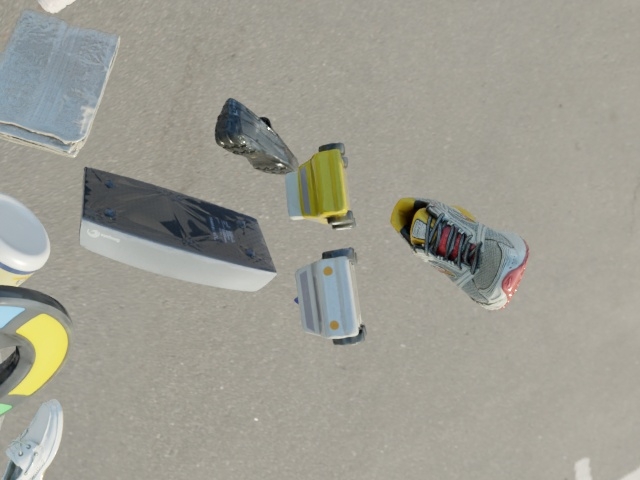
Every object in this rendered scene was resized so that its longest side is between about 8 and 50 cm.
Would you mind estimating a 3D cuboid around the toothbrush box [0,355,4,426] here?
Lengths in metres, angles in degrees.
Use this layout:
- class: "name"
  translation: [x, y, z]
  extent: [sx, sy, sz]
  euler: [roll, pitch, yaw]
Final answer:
- class: "toothbrush box"
  translation: [-0.696, 0.273, 1.192]
  extent: [0.295, 0.216, 0.126]
  euler: [-9, 94, -19]

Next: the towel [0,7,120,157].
- class: "towel"
  translation: [-0.484, -0.289, 1.275]
  extent: [0.187, 0.049, 0.282]
  euler: [15, 61, -13]

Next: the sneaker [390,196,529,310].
- class: "sneaker"
  translation: [0.147, 0.009, 0.796]
  extent: [0.092, 0.225, 0.088]
  euler: [17, 100, -24]

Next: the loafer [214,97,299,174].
- class: "loafer"
  translation: [-0.095, -0.164, 1.168]
  extent: [0.223, 0.076, 0.078]
  euler: [28, 67, -62]

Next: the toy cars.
- class: "toy cars"
  translation: [0.000, 0.000, 0.867]
  extent: [0.087, 0.394, 0.176]
  euler: [-8, 127, 4]

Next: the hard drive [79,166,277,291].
- class: "hard drive"
  translation: [-0.193, -0.011, 0.944]
  extent: [0.254, 0.172, 0.054]
  euler: [17, 113, -25]

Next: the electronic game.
- class: "electronic game"
  translation: [-0.297, 0.105, 0.528]
  extent: [0.229, 0.229, 0.048]
  euler: [-15, 62, -35]

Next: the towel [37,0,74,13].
- class: "towel"
  translation: [-0.398, -0.593, 1.155]
  extent: [0.332, 0.053, 0.317]
  euler: [-33, 92, 8]

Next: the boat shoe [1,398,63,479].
- class: "boat shoe"
  translation: [-0.703, 0.511, 1.705]
  extent: [0.096, 0.098, 0.277]
  euler: [20, 91, -43]

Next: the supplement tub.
- class: "supplement tub"
  translation: [-0.839, 0.055, 1.710]
  extent: [0.316, 0.228, 0.228]
  euler: [-37, 116, 13]
